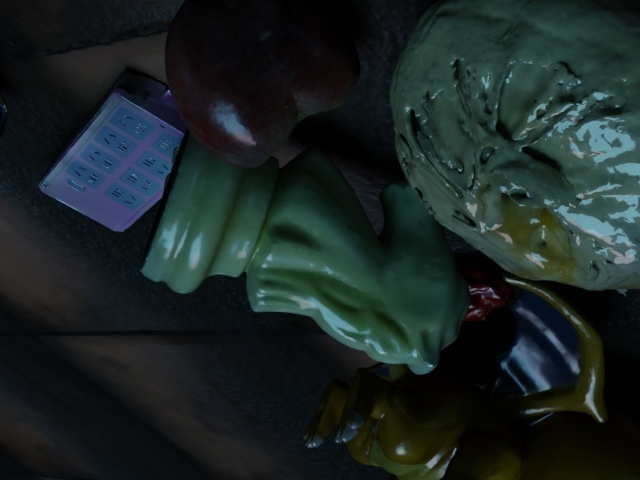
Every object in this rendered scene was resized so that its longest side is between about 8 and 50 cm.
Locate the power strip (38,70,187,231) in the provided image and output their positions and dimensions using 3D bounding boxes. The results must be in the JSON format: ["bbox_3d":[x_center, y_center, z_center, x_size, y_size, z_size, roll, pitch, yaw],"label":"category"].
[{"bbox_3d":[-0.198,-0.085,1.328,0.109,0.037,0.279,30,150,-16],"label":"power strip"}]

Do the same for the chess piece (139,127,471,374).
[{"bbox_3d":[0.000,0.000,1.176,0.298,0.175,0.176,21,151,-9],"label":"chess piece"}]

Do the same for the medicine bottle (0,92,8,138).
[{"bbox_3d":[-0.384,-0.174,1.223,0.124,0.124,0.239,14,149,13],"label":"medicine bottle"}]

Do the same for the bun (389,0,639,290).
[{"bbox_3d":[0.166,-0.062,0.966,0.287,0.146,0.287,30,147,22],"label":"bun"}]

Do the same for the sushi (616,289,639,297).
[{"bbox_3d":[0.279,-0.061,1.025,0.192,0.043,0.279,45,148,-6],"label":"sushi"}]

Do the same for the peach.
[{"bbox_3d":[-0.056,-0.143,1.042,0.152,0.152,0.152,16,151,9],"label":"peach"}]

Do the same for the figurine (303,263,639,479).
[{"bbox_3d":[0.202,0.216,1.343,0.387,0.268,0.401,28,146,-7],"label":"figurine"}]
